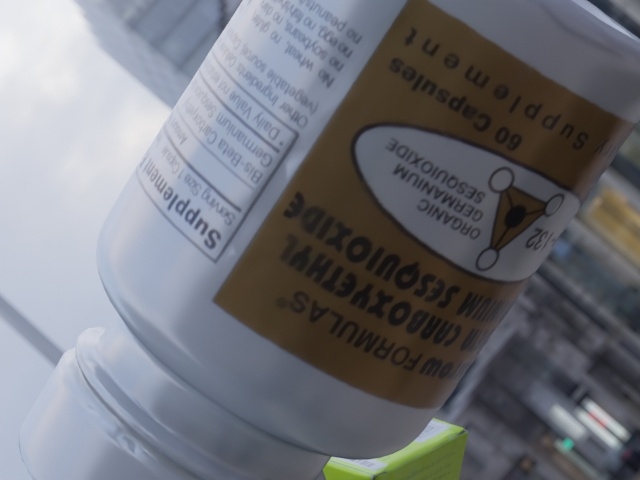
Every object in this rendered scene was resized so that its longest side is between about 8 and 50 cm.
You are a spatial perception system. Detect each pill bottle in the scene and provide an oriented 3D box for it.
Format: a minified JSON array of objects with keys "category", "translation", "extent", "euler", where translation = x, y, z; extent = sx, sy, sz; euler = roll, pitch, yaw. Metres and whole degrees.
[{"category":"pill bottle","translation":[0.000,0.000,0.666],"extent":[0.229,0.131,0.131],"euler":[-56,-10,12]}]

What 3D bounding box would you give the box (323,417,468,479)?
[{"category":"box","translation":[0.023,0.185,1.018],"extent":[0.109,0.042,0.178],"euler":[-16,-62,-60]}]
